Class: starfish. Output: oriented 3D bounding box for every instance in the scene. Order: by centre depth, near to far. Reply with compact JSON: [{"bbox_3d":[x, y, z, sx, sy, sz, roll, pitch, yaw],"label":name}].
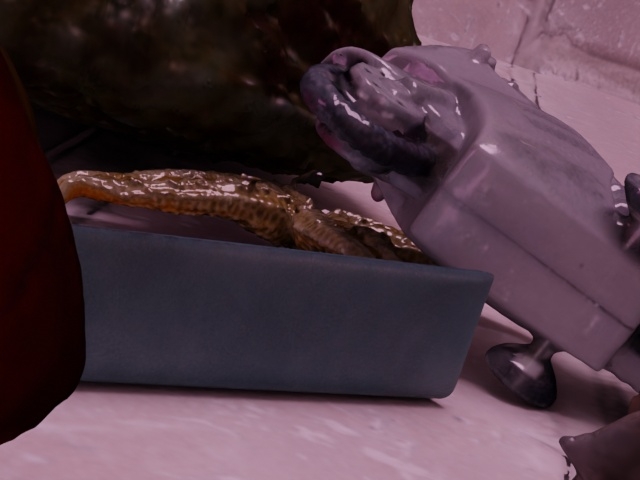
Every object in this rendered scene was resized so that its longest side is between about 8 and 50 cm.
[{"bbox_3d":[0.000,-0.002,0.910,0.247,0.050,0.138,17,13,13],"label":"starfish"}]

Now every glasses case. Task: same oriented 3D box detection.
[{"bbox_3d":[-0.061,0.030,0.699,0.266,0.056,0.105,7,-9,-40],"label":"glasses case"}]

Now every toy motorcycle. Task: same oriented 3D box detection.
[{"bbox_3d":[0.105,-0.014,0.859,0.260,0.110,0.171,35,19,-3],"label":"toy motorcycle"}]

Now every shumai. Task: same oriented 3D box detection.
[{"bbox_3d":[-0.076,-0.224,1.057,0.395,0.348,0.395,21,3,-1],"label":"shumai"}]

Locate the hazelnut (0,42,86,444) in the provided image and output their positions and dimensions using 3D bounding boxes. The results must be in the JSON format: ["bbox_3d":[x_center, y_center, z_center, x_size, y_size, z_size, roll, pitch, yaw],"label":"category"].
[{"bbox_3d":[-0.157,0.000,0.474,0.170,0.160,0.202,24,-31,-31],"label":"hazelnut"}]

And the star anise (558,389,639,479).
[{"bbox_3d":[0.176,0.101,0.606,0.229,0.093,0.236,2,15,-36],"label":"star anise"}]
